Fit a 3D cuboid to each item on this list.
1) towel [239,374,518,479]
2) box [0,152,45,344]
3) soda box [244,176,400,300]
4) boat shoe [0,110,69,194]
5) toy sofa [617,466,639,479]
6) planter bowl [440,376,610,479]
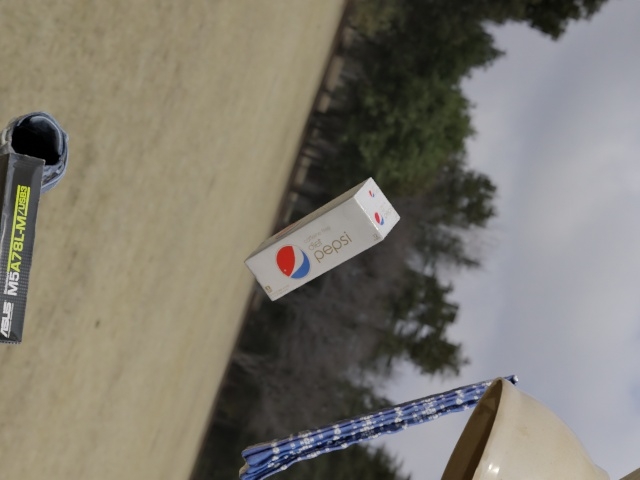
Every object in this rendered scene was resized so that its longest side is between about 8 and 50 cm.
[{"bbox_3d":[0.065,0.227,1.470,0.243,0.336,0.040,107,-32,-82],"label":"towel"},{"bbox_3d":[-0.346,0.013,1.228,0.191,0.045,0.184,-5,-101,52],"label":"box"},{"bbox_3d":[0.000,0.000,1.681,0.216,0.074,0.069,-30,-170,33],"label":"soda box"},{"bbox_3d":[-0.389,-0.127,1.651,0.102,0.108,0.301,-43,-172,16],"label":"boat shoe"},{"bbox_3d":[0.413,0.259,1.120,0.363,0.150,0.177,-35,-166,6],"label":"toy sofa"},{"bbox_3d":[0.155,0.202,0.943,0.162,0.109,0.162,25,90,-88],"label":"planter bowl"}]
